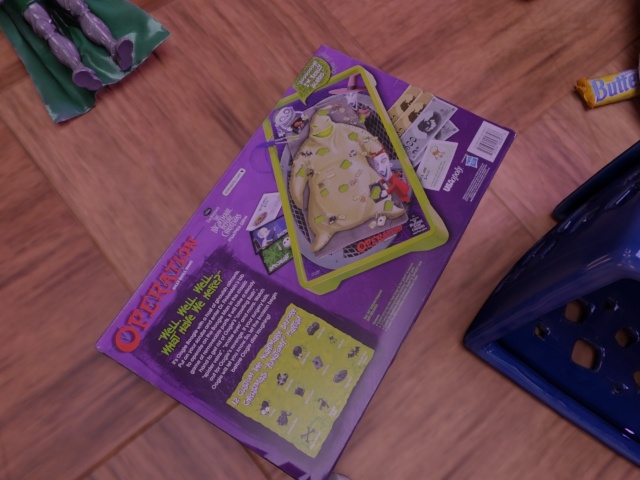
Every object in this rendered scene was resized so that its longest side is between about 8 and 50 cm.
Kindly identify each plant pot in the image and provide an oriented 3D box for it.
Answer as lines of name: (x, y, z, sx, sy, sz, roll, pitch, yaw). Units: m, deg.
plant pot: (0.292, 0.040, 0.438, 0.236, 0.236, 0.212, 35, 66, 4)

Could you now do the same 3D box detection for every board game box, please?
board game box: (0.000, 0.000, 0.485, 0.208, 0.056, 0.346, 30, 71, 9)

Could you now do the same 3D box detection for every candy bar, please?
candy bar: (0.354, -0.177, 0.623, 0.162, 0.018, 0.040, -15, 75, -13)

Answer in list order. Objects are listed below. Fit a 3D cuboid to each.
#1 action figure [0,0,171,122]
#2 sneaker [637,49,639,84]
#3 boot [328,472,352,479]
action figure: (-0.270, -0.236, 0.534, 0.137, 0.063, 0.232, -42, 79, -14)
sneaker: (0.406, -0.237, 0.568, 0.111, 0.121, 0.299, 1, 83, -13)
boot: (0.015, 0.278, 0.414, 0.086, 0.069, 0.190, 23, 73, -15)
